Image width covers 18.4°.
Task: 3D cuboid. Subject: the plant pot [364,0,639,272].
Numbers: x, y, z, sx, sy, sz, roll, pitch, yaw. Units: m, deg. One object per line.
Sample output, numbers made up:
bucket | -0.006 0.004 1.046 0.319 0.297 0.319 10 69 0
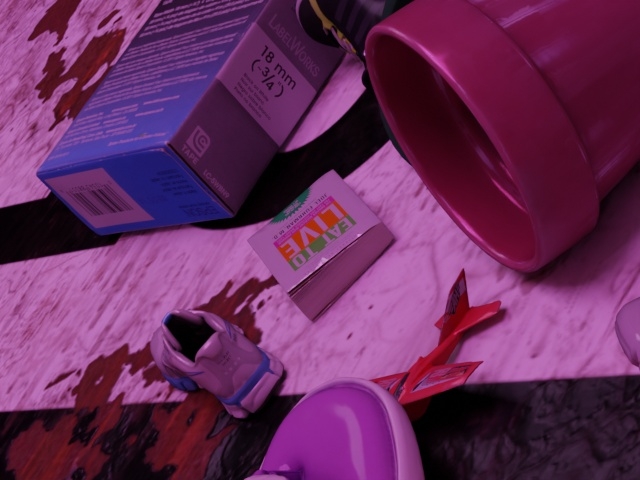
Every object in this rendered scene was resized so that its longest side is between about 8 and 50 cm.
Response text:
plant pot | 0.159 -0.108 1.365 0.180 0.201 0.201 -34 23 -13

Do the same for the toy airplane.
toy airplane | 0.075 0.086 1.371 0.151 0.028 0.151 -40 22 20

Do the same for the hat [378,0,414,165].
hat | 0.166 -0.158 1.598 0.173 0.183 0.208 60 143 41

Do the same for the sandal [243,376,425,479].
sandal | -0.034 0.234 1.216 0.169 0.102 0.416 -25 36 36

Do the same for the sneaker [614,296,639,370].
sneaker | 0.254 0.033 1.006 0.180 0.124 0.321 -62 20 14

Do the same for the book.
book | 0.000 0.000 1.612 0.096 0.035 0.144 -41 24 0

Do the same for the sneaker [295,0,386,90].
sneaker | 0.046 -0.180 1.731 0.234 0.084 0.097 5 61 52

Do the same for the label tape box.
label tape box | -0.098 -0.168 1.915 0.240 0.106 0.334 -6 45 52

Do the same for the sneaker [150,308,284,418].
sneaker | -0.100 0.079 1.582 0.071 0.083 0.190 -53 25 -12
